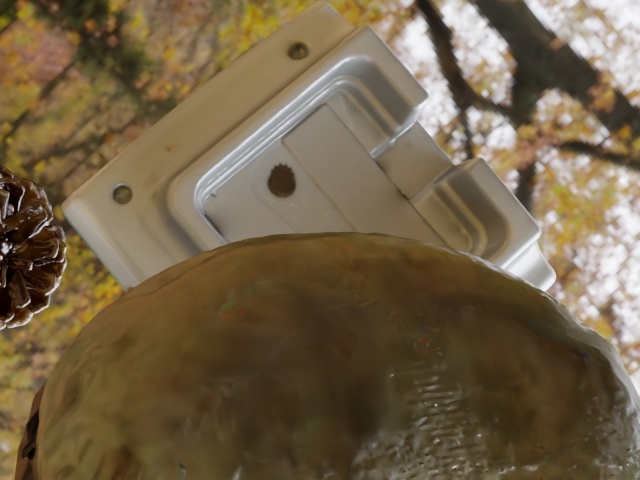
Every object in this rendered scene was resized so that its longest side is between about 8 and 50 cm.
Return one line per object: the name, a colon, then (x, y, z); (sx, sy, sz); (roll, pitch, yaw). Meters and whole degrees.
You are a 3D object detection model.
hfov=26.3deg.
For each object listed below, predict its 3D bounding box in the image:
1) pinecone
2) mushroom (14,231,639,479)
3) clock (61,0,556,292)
pinecone: (-0.307, 0.011, 1.261); (0.163, 0.163, 0.165); (-47, -154, -13)
mushroom: (0.025, 0.094, 0.654); (0.247, 0.344, 0.130); (-110, -149, -45)
clock: (0.000, 0.000, 0.906); (0.231, 0.262, 0.116); (-40, -179, -19)
